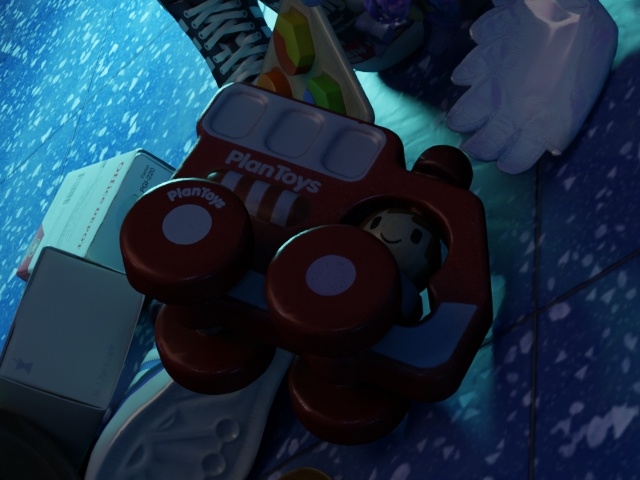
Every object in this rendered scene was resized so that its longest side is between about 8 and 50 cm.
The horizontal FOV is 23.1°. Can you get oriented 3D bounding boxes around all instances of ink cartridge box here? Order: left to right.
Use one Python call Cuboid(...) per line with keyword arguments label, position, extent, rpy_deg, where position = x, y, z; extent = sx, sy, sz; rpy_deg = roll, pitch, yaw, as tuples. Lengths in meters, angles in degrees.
Cuboid(label="ink cartridge box", position=(-0.262, -0.012, 1.903), extent=(0.218, 0.092, 0.159), rpy_deg=(-12, 49, 59))

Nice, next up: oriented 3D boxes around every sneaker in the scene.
Cuboid(label="sneaker", position=(-0.117, 0.124, 1.460), extent=(0.323, 0.130, 0.236), rpy_deg=(-59, 14, 5))
Cuboid(label="sneaker", position=(-0.093, -0.203, 1.632), extent=(0.099, 0.282, 0.153), rpy_deg=(-28, 36, 6))

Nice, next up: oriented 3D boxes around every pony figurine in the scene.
Cuboid(label="pony figurine", position=(0.133, -0.255, 1.322), extent=(0.351, 0.303, 0.363), rpy_deg=(-51, 9, -9))

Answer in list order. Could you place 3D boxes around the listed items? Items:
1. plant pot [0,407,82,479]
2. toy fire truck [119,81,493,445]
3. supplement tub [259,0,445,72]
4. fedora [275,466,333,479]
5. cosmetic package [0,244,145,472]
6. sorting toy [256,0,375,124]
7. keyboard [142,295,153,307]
Cuboid(label="plant pot", position=(-0.363, 0.298, 1.430), extent=(0.280, 0.323, 0.323), rpy_deg=(-43, 28, 28))
Cuboid(label="toy fire truck", position=(0.000, 0.000, 1.244), extent=(0.302, 0.169, 0.254), rpy_deg=(18, 58, 21))
Cuboid(label="supplement tub", position=(0.000, -0.312, 1.571), extent=(0.191, 0.272, 0.191), rpy_deg=(-42, 28, 29))
Cuboid(label="fedora", position=(-0.066, 0.255, 1.238), extent=(0.194, 0.079, 0.194), rpy_deg=(-41, 28, 28))
Cuboid(label="cosmetic package", position=(-0.276, 0.163, 1.568), extent=(0.309, 0.113, 0.160), rpy_deg=(121, 167, -52))
Cuboid(label="sorting toy", position=(-0.015, -0.130, 1.473), extent=(0.193, 0.038, 0.208), rpy_deg=(112, 143, -56))
Cuboid(label="keyboard", position=(-0.185, 0.053, 1.657), extent=(0.317, 0.033, 0.201), rpy_deg=(-36, -5, 39))
